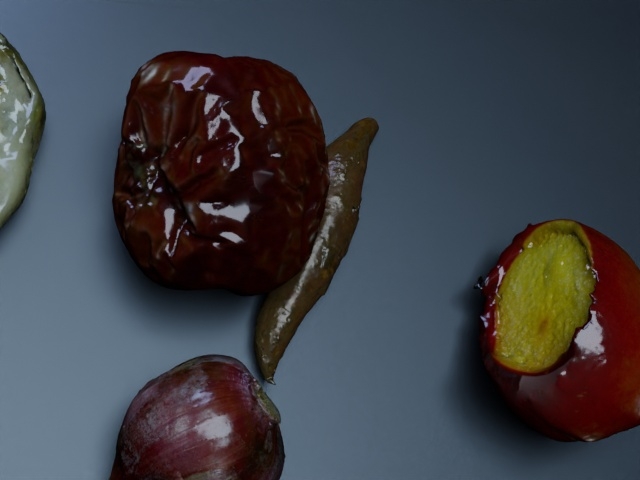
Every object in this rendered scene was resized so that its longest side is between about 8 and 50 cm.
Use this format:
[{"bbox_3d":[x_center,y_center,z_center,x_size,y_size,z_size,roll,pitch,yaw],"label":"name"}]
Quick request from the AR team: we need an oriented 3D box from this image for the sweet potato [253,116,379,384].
[{"bbox_3d":[0.000,0.000,1.480,0.066,0.072,0.314,36,64,-40],"label":"sweet potato"}]

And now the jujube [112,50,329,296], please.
[{"bbox_3d":[-0.101,-0.064,1.400,0.213,0.213,0.232,4,90,-14],"label":"jujube"}]

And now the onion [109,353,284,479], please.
[{"bbox_3d":[-0.129,0.198,1.355,0.195,0.159,0.159,-28,83,1],"label":"onion"}]

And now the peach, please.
[{"bbox_3d":[0.251,0.089,1.459,0.196,0.190,0.226,-22,88,-9],"label":"peach"}]

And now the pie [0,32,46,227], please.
[{"bbox_3d":[-0.435,-0.126,1.398,0.339,0.077,0.339,4,76,-17],"label":"pie"}]
